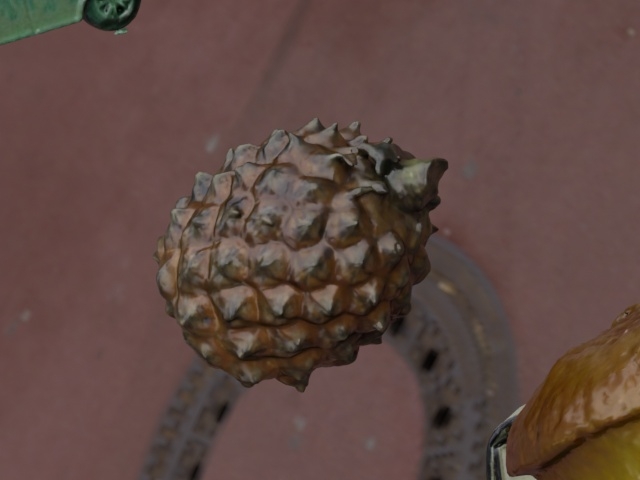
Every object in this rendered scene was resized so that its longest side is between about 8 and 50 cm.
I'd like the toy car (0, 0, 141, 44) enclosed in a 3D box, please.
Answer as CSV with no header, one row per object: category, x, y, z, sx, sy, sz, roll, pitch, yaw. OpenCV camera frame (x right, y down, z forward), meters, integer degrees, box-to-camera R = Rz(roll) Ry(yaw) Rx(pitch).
toy car,-0.258,-0.194,1.446,0.141,0.320,0.097,28,132,54

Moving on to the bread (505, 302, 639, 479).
bread,0.243,0.078,0.933,0.312,0.312,0.172,-29,83,34

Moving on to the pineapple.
pineapple,0.000,0.000,1.175,0.193,0.166,0.166,-31,46,25

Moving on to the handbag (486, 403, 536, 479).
handbag,0.300,0.228,1.862,0.160,0.358,0.237,-11,96,30
